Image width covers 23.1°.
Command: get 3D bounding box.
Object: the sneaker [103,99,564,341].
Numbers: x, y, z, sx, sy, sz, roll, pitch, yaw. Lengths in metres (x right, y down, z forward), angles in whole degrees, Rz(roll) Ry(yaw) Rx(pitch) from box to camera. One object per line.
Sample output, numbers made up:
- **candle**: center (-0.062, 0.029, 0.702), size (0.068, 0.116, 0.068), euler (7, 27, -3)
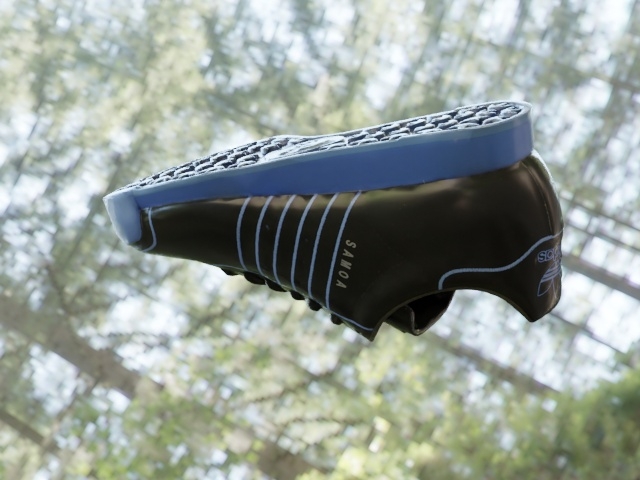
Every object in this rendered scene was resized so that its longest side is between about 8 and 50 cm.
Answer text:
- **sneaker**: center (0.000, 0.000, 0.694), size (0.081, 0.232, 0.090), euler (-27, -73, -49)
